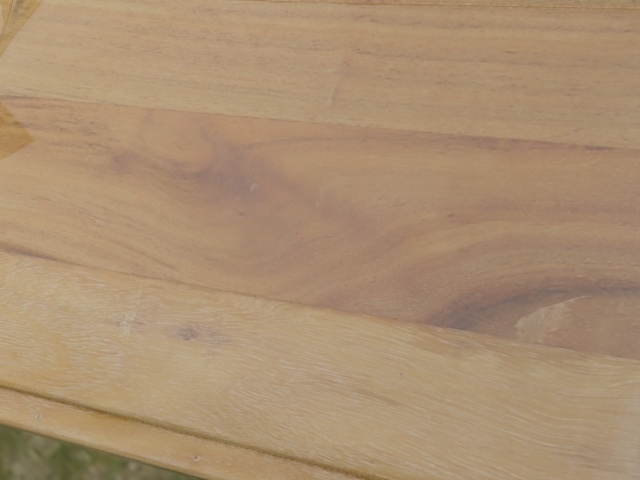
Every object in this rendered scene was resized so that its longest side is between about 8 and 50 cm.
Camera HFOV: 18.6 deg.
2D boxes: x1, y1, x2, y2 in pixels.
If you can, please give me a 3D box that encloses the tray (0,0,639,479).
[{"bbox_3d":[0.000,0.000,0.757,0.411,0.076,0.203,8,80,42],"label":"tray"}]
